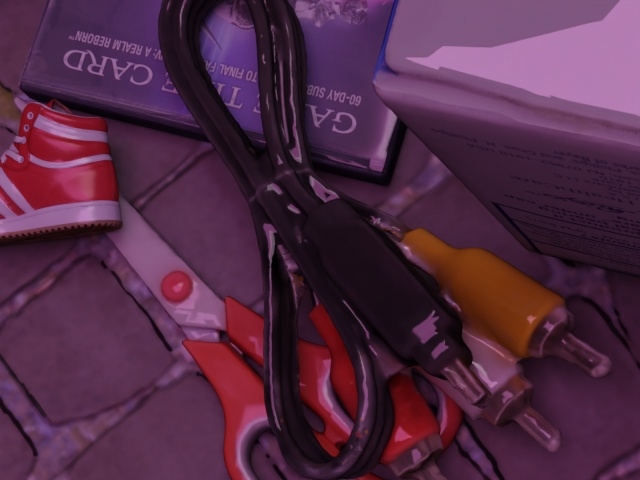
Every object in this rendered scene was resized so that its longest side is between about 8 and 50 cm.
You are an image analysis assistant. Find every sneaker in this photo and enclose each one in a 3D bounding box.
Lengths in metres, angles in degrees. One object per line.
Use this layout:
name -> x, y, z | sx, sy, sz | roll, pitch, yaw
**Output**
sneaker -> -0.155, -0.033, 0.936 | 0.118, 0.042, 0.067 | -6, 84, 15

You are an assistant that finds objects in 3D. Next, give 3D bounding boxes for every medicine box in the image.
medicine box -> 0.152, -0.130, 0.732 | 0.149, 0.289, 0.263 | 13, 83, 17

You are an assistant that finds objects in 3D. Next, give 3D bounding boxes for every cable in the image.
cable -> 0.000, 0.000, 0.892 | 0.139, 0.072, 0.287 | -43, 64, 11

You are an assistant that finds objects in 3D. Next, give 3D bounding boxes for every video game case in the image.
video game case -> -0.021, -0.180, 0.963 | 0.196, 0.026, 0.274 | 14, 81, 14

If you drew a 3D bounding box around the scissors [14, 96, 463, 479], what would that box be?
scissors -> -0.064, 0.042, 0.919 | 0.297, 0.021, 0.109 | 33, 85, 16
